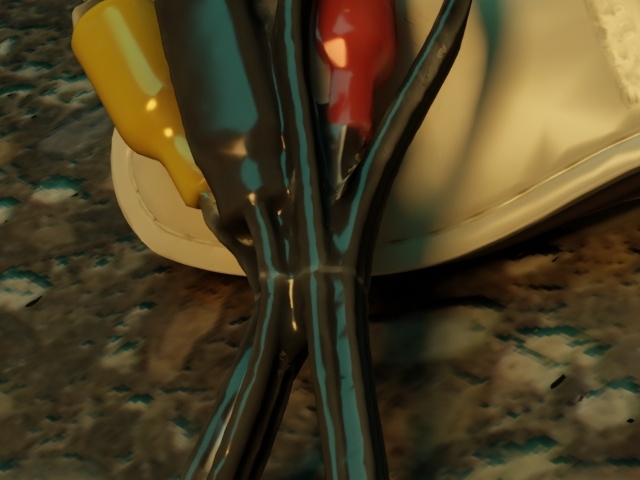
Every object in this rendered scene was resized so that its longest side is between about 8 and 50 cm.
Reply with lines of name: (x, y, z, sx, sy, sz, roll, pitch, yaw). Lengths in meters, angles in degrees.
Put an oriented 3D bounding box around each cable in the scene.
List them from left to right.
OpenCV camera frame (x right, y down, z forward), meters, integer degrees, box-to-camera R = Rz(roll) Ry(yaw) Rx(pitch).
cable: (0.000, 0.000, 0.588, 0.139, 0.072, 0.287, -16, 64, 8)

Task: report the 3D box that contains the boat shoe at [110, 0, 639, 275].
boat shoe: (0.083, -0.060, 0.671, 0.324, 0.116, 0.097, -19, -10, 21)
